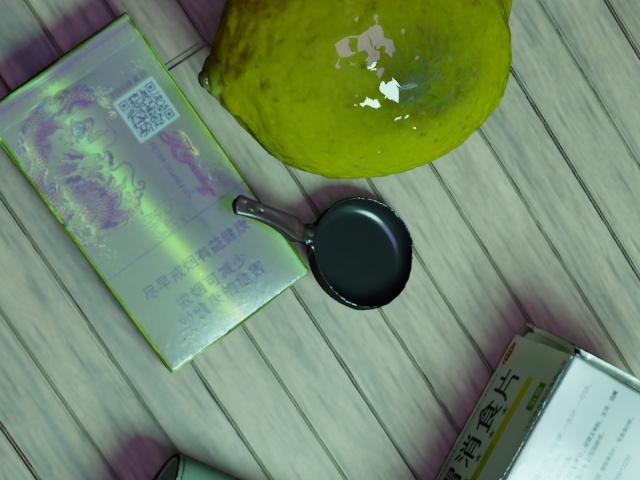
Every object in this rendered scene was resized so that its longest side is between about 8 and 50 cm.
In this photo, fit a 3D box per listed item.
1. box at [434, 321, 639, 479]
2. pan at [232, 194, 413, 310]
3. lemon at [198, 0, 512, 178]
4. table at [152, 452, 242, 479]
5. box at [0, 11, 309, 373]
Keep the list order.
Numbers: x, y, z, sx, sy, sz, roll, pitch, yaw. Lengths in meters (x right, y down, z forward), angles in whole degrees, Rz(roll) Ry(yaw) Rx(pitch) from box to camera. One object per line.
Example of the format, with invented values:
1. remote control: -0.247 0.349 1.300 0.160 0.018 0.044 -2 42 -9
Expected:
1. box: 0.203 0.260 1.635 0.145 0.173 0.333 30 87 -14
2. pan: -0.002 0.001 1.617 0.212 0.040 0.115 19 67 -29
3. lemon: 0.036 -0.177 1.534 0.310 0.253 0.253 -19 97 -16
4. table: -0.066 0.305 1.605 0.220 0.126 0.126 26 88 -13
5. box: -0.167 -0.045 1.605 0.173 0.043 0.311 -37 100 -8
